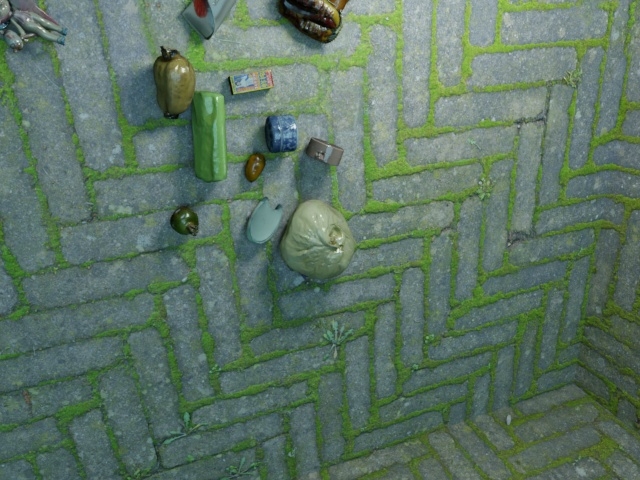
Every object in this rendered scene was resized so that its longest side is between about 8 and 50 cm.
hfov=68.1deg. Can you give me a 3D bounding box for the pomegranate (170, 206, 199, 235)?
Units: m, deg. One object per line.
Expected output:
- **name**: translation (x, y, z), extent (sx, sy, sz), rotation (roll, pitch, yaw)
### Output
- **pomegranate**: translation (-0.535, -0.069, 1.894), extent (0.114, 0.142, 0.115), rotation (-27, 136, -30)

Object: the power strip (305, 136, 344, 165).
- **power strip**: translation (0.018, -0.371, 1.974), extent (0.154, 0.154, 0.078), rotation (15, 107, -25)

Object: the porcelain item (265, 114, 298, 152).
- **porcelain item**: translation (-0.159, -0.426, 1.891), extent (0.114, 0.147, 0.147), rotation (-7, 113, -16)

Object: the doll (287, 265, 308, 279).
- **doll**: translation (-0.094, 0.111, 2.170), extent (0.102, 0.075, 0.227), rotation (-45, 131, 11)

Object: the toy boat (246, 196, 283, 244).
- **toy boat**: translation (-0.250, -0.082, 2.044), extent (0.134, 0.078, 0.208), rotation (25, 89, -35)

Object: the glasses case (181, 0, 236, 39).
- **glasses case**: translation (-0.361, -0.875, 1.674), extent (0.128, 0.083, 0.308), rotation (31, 97, -28)

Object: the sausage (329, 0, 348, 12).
- **sausage**: translation (0.134, -0.978, 1.824), extent (0.302, 0.076, 0.103), rotation (-36, 118, -5)

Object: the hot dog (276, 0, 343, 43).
- **hot dog**: translation (-0.042, -0.851, 1.777), extent (0.270, 0.082, 0.162), rotation (27, 141, -23)

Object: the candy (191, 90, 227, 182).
- **candy**: translation (-0.423, -0.392, 1.810), extent (0.131, 0.142, 0.344), rotation (-1, 110, -7)

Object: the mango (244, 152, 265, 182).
- **mango**: translation (-0.270, -0.298, 1.947), extent (0.077, 0.063, 0.127), rotation (18, 104, -34)

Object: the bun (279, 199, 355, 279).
- **bun**: translation (0.000, 0.000, 2.048), extent (0.360, 0.213, 0.362), rotation (-2, 93, -29)

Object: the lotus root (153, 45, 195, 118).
- **lotus root**: translation (-0.527, -0.568, 1.698), extent (0.140, 0.154, 0.257), rotation (-32, 145, -49)

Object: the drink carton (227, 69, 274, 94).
- **drink carton**: translation (-0.269, -0.611, 1.829), extent (0.165, 0.056, 0.071), rotation (-14, 107, -15)

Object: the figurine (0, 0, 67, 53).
- **figurine**: translation (-0.956, -0.681, 1.506), extent (0.259, 0.102, 0.206), rotation (16, 79, -29)
